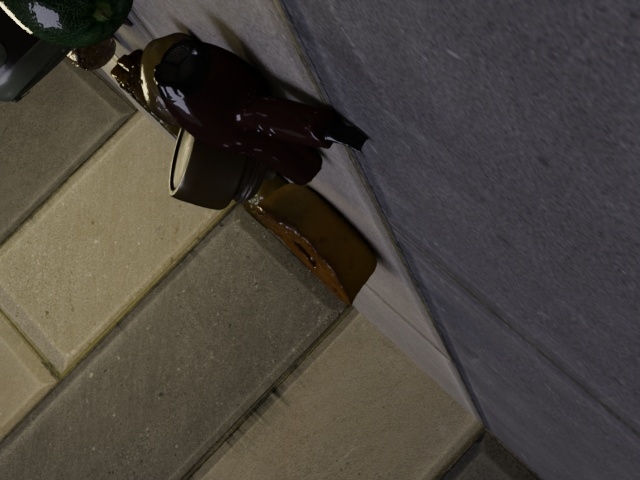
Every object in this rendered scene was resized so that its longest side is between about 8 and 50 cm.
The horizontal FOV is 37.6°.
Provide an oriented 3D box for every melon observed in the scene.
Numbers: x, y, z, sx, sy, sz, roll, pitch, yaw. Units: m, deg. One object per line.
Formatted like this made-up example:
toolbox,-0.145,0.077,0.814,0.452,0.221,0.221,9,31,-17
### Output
melon,-0.361,-0.367,1.298,0.288,0.182,0.182,43,175,30

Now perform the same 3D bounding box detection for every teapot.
teapot,-0.158,-0.147,1.658,0.175,0.185,0.268,12,159,-20

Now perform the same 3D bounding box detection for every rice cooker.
rice cooker,-0.678,-0.498,1.996,0.325,0.335,0.335,46,175,-15

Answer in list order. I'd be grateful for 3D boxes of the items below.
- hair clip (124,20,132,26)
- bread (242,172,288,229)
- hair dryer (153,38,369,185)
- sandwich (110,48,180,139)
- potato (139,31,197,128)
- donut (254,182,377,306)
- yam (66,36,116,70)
hair clip,-0.428,-0.472,1.870,0.137,0.022,0.054,48,171,-37
bread,-0.109,-0.085,2.072,0.213,0.104,0.213,41,172,7
hair dryer,-0.031,-0.136,1.221,0.340,0.123,0.313,23,172,46
sandwich,-0.359,-0.319,2.180,0.273,0.095,0.249,46,178,-28
potato,-0.221,-0.249,1.494,0.137,0.137,0.176,41,171,35
donut,-0.002,-0.002,1.848,0.277,0.108,0.277,44,175,5
yam,-0.626,-0.532,2.402,0.238,0.129,0.128,41,139,29
